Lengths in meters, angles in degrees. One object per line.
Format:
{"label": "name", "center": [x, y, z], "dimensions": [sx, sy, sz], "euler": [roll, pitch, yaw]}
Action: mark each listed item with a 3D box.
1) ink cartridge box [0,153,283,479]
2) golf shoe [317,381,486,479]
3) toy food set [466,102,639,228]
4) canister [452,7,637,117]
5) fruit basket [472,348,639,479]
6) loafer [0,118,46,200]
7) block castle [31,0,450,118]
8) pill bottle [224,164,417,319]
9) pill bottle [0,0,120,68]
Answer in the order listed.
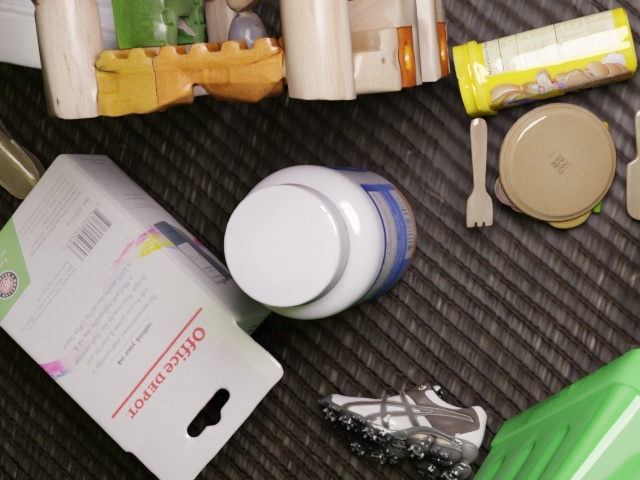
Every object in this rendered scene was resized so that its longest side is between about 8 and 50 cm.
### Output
{"label": "ink cartridge box", "center": [-0.206, 0.090, 1.296], "dimensions": [0.353, 0.119, 0.207], "euler": [43, 103, 11]}
{"label": "golf shoe", "center": [0.092, 0.197, 1.248], "dimensions": [0.198, 0.077, 0.094], "euler": [16, 54, 33]}
{"label": "toy food set", "center": [0.244, -0.077, 1.182], "dimensions": [0.192, 0.038, 0.133], "euler": [-2, 101, -3]}
{"label": "canister", "center": [0.229, -0.179, 1.154], "dimensions": [0.169, 0.126, 0.073], "euler": [-12, 89, 15]}
{"label": "fruit basket", "center": [0.333, 0.236, 1.069], "dimensions": [0.392, 0.392, 0.283], "euler": [-42, 82, 14]}
{"label": "loafer", "center": [-0.387, -0.102, 1.374], "dimensions": [0.056, 0.050, 0.148], "euler": [-46, 81, 14]}
{"label": "block castle", "center": [-0.051, -0.243, 1.065], "dimensions": [0.302, 0.453, 0.213], "euler": [-1, 100, 17]}
{"label": "pill bottle", "center": [0.000, 0.000, 1.152], "dimensions": [0.152, 0.272, 0.152], "euler": [1, 93, 17]}
{"label": "pill bottle", "center": [-0.265, -0.363, 1.246], "dimensions": [0.204, 0.204, 0.361], "euler": [13, 96, 15]}
